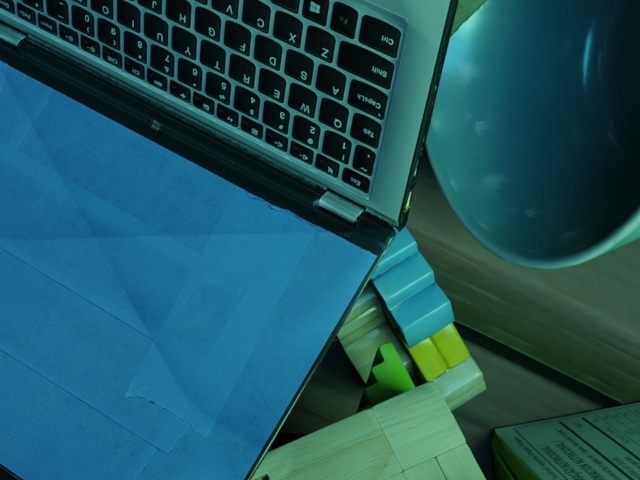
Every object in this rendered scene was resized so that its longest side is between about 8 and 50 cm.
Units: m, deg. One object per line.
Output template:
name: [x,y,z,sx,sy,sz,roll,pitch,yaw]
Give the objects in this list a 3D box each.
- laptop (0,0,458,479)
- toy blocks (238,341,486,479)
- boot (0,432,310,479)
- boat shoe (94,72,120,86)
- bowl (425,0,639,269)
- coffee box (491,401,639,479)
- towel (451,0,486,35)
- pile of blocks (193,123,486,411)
laptop: [-0.154,-0.076,0.673,0.382,0.236,0.408,28,135,18]
toy blocks: [0.016,0.277,0.697,0.261,0.191,0.381,-22,68,-15]
boot: [-0.219,0.306,0.791,0.445,0.146,0.367,4,61,-12]
boat shoe: [-0.112,-0.150,0.847,0.133,0.049,0.042,-25,88,-7]
bowl: [0.220,-0.137,0.797,0.163,0.311,0.311,-1,98,-28]
coffee box: [0.346,0.318,0.830,0.334,0.338,0.338,-9,98,-7]
towel: [-0.004,-0.254,0.732,0.312,0.324,0.056,25,63,-14]
pile of blocks: [0.000,0.000,0.833,0.112,0.149,0.362,-32,101,-3]
